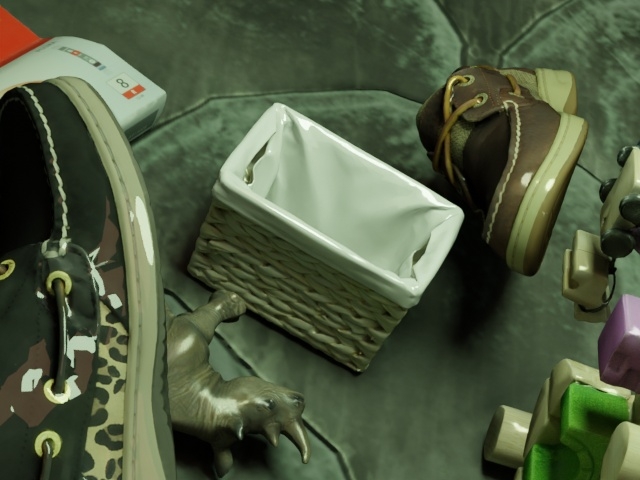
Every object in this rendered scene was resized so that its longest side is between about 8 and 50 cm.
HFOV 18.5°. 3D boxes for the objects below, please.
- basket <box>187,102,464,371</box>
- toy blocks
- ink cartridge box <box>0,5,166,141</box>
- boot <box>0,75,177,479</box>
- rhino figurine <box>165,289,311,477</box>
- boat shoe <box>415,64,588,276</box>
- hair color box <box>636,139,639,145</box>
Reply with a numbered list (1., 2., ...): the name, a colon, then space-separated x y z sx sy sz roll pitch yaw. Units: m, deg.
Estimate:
1. basket: 0.000 0.000 1.421 0.167 0.103 0.113 31 41 2
2. toy blocks: 0.266 0.160 1.270 0.260 0.288 0.309 18 39 -6
3. ink cartridge box: -0.226 -0.124 1.470 0.179 0.045 0.145 40 42 10
4. boot: -0.240 0.075 1.145 0.284 0.138 0.377 0 72 -25
5. rhino figurine: -0.103 0.074 1.314 0.243 0.073 0.106 39 44 9
6. boat shoe: 0.131 -0.071 1.517 0.123 0.123 0.342 17 22 0
7. hair color box: 0.374 0.041 1.581 0.174 0.105 0.347 11 44 -19
